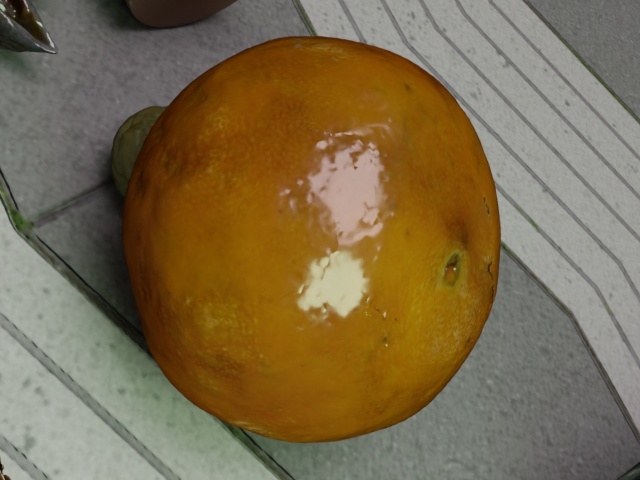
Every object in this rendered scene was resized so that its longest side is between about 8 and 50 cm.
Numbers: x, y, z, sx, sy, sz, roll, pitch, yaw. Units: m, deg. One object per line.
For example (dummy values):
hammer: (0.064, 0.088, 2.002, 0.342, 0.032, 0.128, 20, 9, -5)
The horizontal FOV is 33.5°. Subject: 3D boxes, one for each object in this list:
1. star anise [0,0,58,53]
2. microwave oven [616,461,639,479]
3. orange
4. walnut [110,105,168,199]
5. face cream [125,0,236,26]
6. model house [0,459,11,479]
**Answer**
star anise: (-0.279, -0.225, 0.788, 0.230, 0.081, 0.262, 37, 56, -14)
microwave oven: (0.405, 0.370, 0.845, 0.374, 0.236, 0.432, -17, 75, -44)
orange: (0.000, 0.000, 0.737, 0.283, 0.226, 0.284, -10, 103, -50)
walnut: (-0.119, -0.061, 0.814, 0.092, 0.092, 0.092, 21, 51, -28)
face cream: (-0.116, -0.266, 0.899, 0.149, 0.149, 0.104, -18, 75, -45)
model house: (-0.277, 0.097, 0.528, 0.207, 0.154, 0.294, -21, 78, -46)
